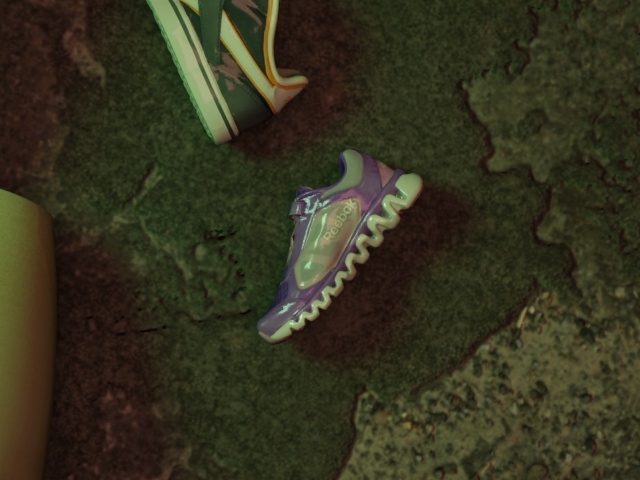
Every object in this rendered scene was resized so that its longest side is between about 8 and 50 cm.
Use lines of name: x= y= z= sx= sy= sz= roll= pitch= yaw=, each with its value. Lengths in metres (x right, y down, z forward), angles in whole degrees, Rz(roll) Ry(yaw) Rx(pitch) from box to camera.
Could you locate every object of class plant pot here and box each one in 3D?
plant pot: x=-0.360 y=0.088 z=1.492 sx=0.256 sy=0.256 sz=0.274 roll=16 pitch=75 yaw=-10

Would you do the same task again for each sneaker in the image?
sneaker: x=0.000 y=0.000 z=1.607 sx=0.104 sy=0.095 sz=0.236 roll=39 pitch=83 yaw=-3
sneaker: x=-0.121 y=-0.265 z=1.547 sx=0.127 sy=0.126 sz=0.321 roll=-26 pitch=108 yaw=-2
